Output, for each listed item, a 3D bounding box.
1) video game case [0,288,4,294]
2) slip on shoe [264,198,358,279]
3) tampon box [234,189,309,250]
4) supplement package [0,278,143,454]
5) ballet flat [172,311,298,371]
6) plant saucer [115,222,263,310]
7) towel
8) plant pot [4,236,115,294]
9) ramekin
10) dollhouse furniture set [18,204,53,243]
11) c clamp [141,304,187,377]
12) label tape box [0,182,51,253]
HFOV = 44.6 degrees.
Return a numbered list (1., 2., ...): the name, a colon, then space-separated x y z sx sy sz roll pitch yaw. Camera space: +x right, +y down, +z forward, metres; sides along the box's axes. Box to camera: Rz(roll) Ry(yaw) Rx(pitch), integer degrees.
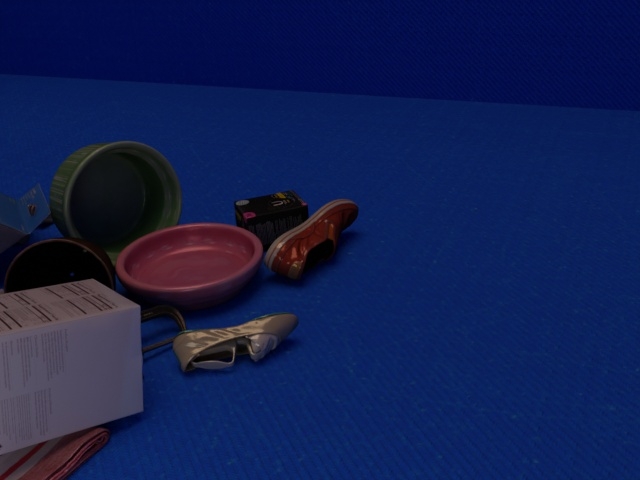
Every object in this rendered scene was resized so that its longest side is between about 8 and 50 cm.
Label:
1. video game case: -0.730 0.193 1.519 0.193 0.023 0.212 -30 15 25
2. slip on shoe: 0.000 0.000 1.854 0.101 0.123 0.331 34 39 17
3. tampon box: -0.122 -0.049 1.960 0.161 0.101 0.120 -13 27 -18
4. supplement package: -0.463 0.200 1.317 0.263 0.199 0.198 -10 18 -39
5. ballet flat: -0.156 0.202 1.497 0.248 0.086 0.086 -11 27 -11
6. plant saucer: -0.292 0.063 1.775 0.332 0.084 0.332 -3 27 2
7. towel: -0.550 0.342 1.290 0.329 0.037 0.237 10 28 26
8. plant pot: -0.526 0.079 1.665 0.215 0.215 0.230 -4 12 -2
9. ramekin: -0.503 -0.096 1.894 0.303 0.303 0.148 -24 25 -35
10. dollhouse furniture set: -0.843 -0.050 2.105 0.182 0.101 0.161 5 3 18
11. c clamp: -0.328 0.193 1.548 0.161 0.022 0.137 -24 61 -42
12. label tape box: -0.830 -0.032 1.857 0.348 0.115 0.249 -38 34 -7
